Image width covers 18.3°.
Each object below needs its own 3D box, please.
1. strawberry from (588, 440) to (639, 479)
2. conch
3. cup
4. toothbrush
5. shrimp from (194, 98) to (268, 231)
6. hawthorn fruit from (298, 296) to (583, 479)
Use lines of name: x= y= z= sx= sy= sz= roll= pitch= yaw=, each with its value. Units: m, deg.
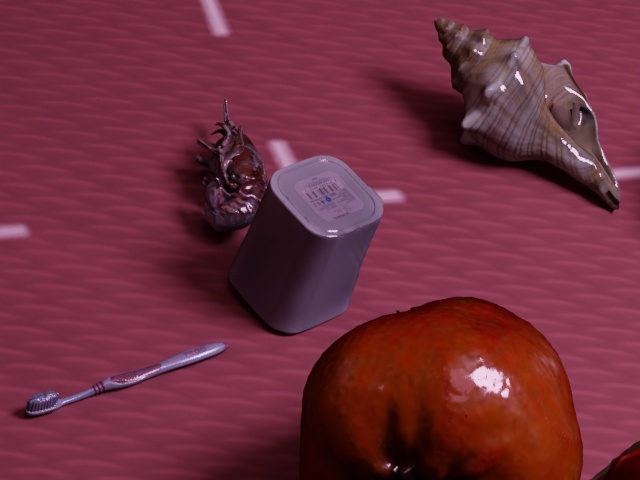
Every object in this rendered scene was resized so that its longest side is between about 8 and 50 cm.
strawberry: x=0.314 y=0.287 z=1.406 sx=0.295 sy=0.317 sz=0.345 roll=33 pitch=49 yaw=-38
conch: x=0.196 y=-0.132 z=1.961 sx=0.234 sy=0.114 sz=0.137 roll=41 pitch=48 yaw=-23
cup: x=0.000 y=0.000 z=1.741 sx=0.128 sy=0.129 sz=0.095 roll=-21 pitch=59 yaw=-37
toothbrush: x=-0.158 y=0.113 z=1.655 sx=0.193 sy=0.019 sz=0.013 roll=-16 pitch=49 yaw=-31
shrimp: x=-0.085 y=-0.069 z=1.844 sx=0.065 sy=0.056 sz=0.165 roll=-5 pitch=42 yaw=-11
hawthorn fruit: x=0.103 y=0.145 z=1.558 sx=0.224 sy=0.224 sz=0.261 roll=24 pitch=30 yaw=12
